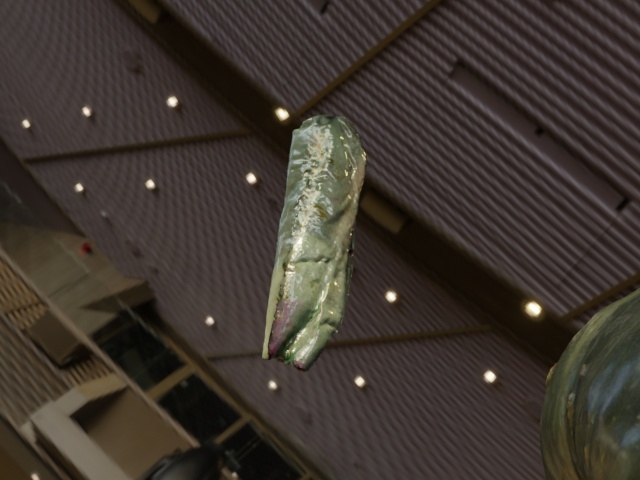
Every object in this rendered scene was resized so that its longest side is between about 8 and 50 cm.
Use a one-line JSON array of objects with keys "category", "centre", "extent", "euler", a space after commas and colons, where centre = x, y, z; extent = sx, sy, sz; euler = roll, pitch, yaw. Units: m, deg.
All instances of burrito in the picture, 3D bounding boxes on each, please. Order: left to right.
[{"category": "burrito", "centre": [-0.002, -0.002, 0.951], "extent": [0.096, 0.309, 0.066], "euler": [23, -30, -25]}]

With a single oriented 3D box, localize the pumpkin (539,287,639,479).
[{"category": "pumpkin", "centre": [0.289, 0.148, 0.515], "extent": [0.291, 0.257, 0.327], "euler": [61, -8, -8]}]
